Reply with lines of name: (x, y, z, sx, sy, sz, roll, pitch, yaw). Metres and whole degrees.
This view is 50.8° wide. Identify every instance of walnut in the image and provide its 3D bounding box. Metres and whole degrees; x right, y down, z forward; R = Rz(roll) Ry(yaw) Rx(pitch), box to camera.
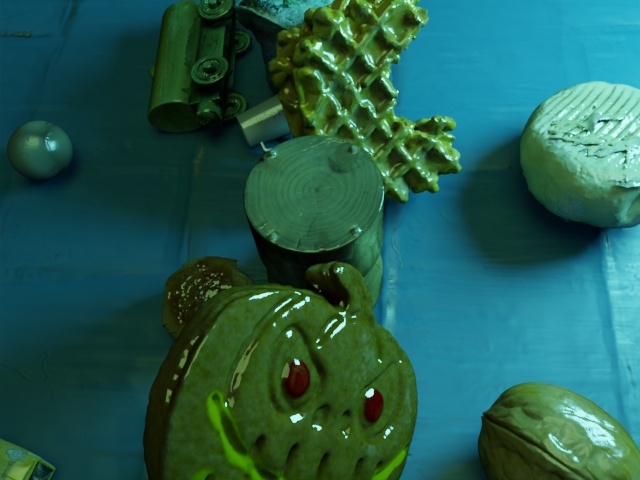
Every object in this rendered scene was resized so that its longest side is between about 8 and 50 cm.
walnut: (0.294, 0.271, 0.836, 0.207, 0.167, 0.167, 31, 68, 17)

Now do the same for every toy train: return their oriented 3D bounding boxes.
toy train: (-0.228, -0.336, 1.228, 0.190, 0.126, 0.307, -2, 62, 4)

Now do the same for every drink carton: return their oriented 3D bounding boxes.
drink carton: (-0.475, 0.302, 0.929, 0.200, 0.074, 0.084, 17, 64, 12)

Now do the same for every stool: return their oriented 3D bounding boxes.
stool: (0.000, 0.000, 0.947, 0.179, 0.264, 0.179, -2, 61, 3)

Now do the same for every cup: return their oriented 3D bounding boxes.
cup: (-0.077, -0.200, 1.182, 0.116, 0.074, 0.104, -26, 91, -6)

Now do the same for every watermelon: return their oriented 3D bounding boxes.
watermelon: (-0.032, -0.364, 1.198, 0.320, 0.214, 0.289, 25, 50, -33)

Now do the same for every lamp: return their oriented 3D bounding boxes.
lamp: (-0.483, -0.155, 1.163, 0.105, 0.105, 0.105, -2, 61, 3)

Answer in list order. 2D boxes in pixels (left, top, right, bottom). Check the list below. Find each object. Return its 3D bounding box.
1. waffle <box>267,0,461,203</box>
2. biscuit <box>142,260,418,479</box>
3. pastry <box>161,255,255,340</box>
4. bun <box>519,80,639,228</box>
waffle: (0.076, -0.213, 1.039, 0.261, 0.324, 0.151, -24, 23, -4)
biscuit: (-0.013, 0.195, 0.779, 0.070, 0.394, 0.350, 10, 83, 47)
pastry: (-0.167, 0.096, 1.012, 0.153, 0.081, 0.153, 0, 62, 0)
bun: (0.438, -0.128, 1.045, 0.273, 0.168, 0.272, -4, 48, 4)
